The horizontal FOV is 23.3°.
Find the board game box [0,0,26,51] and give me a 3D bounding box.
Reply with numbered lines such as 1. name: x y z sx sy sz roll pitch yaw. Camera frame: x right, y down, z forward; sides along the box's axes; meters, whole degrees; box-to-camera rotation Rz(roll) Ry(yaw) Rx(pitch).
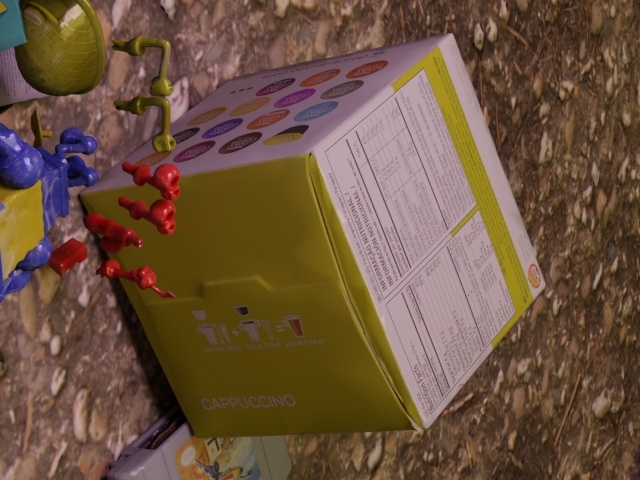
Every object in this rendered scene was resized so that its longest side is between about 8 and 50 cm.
1. board game box: -0.324 -0.325 1.182 0.336 0.079 0.254 96 -31 -65

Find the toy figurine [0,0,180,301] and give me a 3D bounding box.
1. toy figurine: -0.273 -0.038 1.476 0.217 0.191 0.362 -43 153 -38

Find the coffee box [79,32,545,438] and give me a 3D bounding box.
1. coffee box: 0.000 0.000 1.783 0.334 0.337 0.338 -43 118 -47

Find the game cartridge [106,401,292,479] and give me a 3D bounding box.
1. game cartridge: -0.138 0.286 1.890 0.297 0.062 0.198 -42 121 -48

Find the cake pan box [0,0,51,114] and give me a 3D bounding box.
1. cake pan box: -0.350 -0.248 1.525 0.246 0.070 0.267 -24 112 -52
